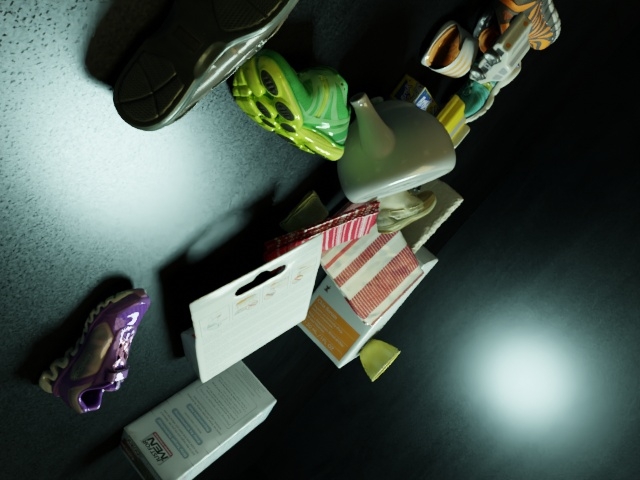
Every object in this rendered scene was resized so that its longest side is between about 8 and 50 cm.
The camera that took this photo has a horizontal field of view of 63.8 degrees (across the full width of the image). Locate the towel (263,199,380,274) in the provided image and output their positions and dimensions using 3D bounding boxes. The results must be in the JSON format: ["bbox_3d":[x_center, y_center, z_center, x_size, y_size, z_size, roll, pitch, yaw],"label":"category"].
[{"bbox_3d":[0.000,0.000,1.163,0.274,0.031,0.199,-21,165,-10],"label":"towel"}]

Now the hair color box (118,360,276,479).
[{"bbox_3d":[-0.319,0.490,1.382,0.374,0.185,0.114,-27,154,-46],"label":"hair color box"}]

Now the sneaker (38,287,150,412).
[{"bbox_3d":[-0.345,0.184,0.835,0.236,0.104,0.095,-51,160,7],"label":"sneaker"}]

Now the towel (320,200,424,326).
[{"bbox_3d":[0.127,0.046,1.381,0.237,0.037,0.329,-42,117,-13],"label":"towel"}]

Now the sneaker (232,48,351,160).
[{"bbox_3d":[-0.032,-0.213,0.761,0.124,0.109,0.295,-70,159,0],"label":"sneaker"}]

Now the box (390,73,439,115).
[{"bbox_3d":[0.212,-0.308,1.144,0.059,0.054,0.169,-52,162,13],"label":"box"}]

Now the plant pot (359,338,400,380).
[{"bbox_3d":[0.184,0.382,1.701,0.134,0.095,0.134,-42,162,-17],"label":"plant pot"}]

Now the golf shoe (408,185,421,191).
[{"bbox_3d":[0.234,-0.214,1.385,0.198,0.077,0.094,57,47,-62],"label":"golf shoe"}]

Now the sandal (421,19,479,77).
[{"bbox_3d":[0.309,-0.406,1.123,0.265,0.076,0.102,-19,146,-55],"label":"sandal"}]

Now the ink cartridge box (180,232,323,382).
[{"bbox_3d":[-0.157,0.134,1.132,0.308,0.091,0.385,-28,153,-26],"label":"ink cartridge box"}]

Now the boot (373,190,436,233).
[{"bbox_3d":[0.211,-0.131,1.335,0.213,0.077,0.165,-30,111,-31],"label":"boot"}]

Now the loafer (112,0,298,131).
[{"bbox_3d":[-0.115,-0.227,0.563,0.267,0.096,0.084,-42,-178,6],"label":"loafer"}]

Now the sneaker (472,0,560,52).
[{"bbox_3d":[0.451,-0.503,1.211,0.180,0.125,0.321,-48,151,14],"label":"sneaker"}]

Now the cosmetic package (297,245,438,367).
[{"bbox_3d":[0.140,0.165,1.670,0.453,0.230,0.161,-55,160,20],"label":"cosmetic package"}]

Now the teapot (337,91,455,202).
[{"bbox_3d":[0.138,-0.195,1.032,0.252,0.187,0.256,-16,176,-24],"label":"teapot"}]

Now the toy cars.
[{"bbox_3d":[0.341,-0.320,1.133,0.176,0.087,0.394,-51,178,-42],"label":"toy cars"}]

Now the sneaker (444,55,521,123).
[{"bbox_3d":[0.410,-0.418,1.337,0.275,0.107,0.110,-50,143,-7],"label":"sneaker"}]

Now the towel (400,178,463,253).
[{"bbox_3d":[0.257,-0.076,1.504,0.282,0.187,0.049,-46,160,2],"label":"towel"}]

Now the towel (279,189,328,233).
[{"bbox_3d":[-0.034,-0.051,1.166,0.110,0.027,0.148,-46,162,-2],"label":"towel"}]
